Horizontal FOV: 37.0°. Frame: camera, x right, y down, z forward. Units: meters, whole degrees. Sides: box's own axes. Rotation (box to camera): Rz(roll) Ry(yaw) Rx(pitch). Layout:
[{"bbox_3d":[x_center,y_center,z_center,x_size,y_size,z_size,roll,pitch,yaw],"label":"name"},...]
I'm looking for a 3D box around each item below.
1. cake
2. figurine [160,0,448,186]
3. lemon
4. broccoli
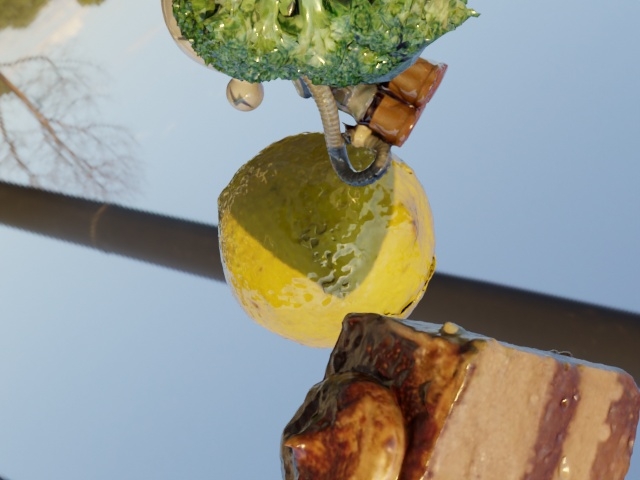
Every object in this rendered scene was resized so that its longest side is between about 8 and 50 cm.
[{"bbox_3d":[0.101,0.162,0.819,0.196,0.293,0.199,15,-94,61],"label":"cake"},{"bbox_3d":[-0.033,-0.261,1.156,0.261,0.382,0.186,-61,174,13],"label":"figurine"},{"bbox_3d":[0.000,0.000,1.533,0.387,0.350,0.350,-7,-139,40],"label":"lemon"},{"bbox_3d":[0.000,-0.239,0.666,0.245,0.265,0.294,105,5,-54],"label":"broccoli"}]
